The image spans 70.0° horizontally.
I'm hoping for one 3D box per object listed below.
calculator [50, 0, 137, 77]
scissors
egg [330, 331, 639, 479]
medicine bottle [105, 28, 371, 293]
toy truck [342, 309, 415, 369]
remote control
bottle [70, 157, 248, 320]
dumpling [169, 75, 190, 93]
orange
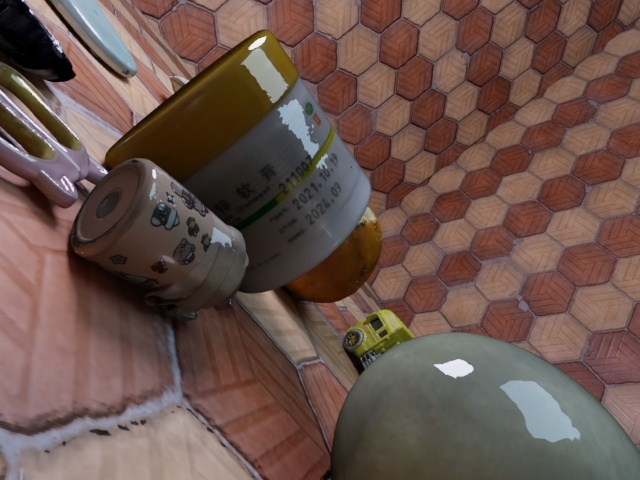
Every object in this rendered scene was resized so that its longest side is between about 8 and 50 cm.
[{"bbox_3d":[-0.445,-0.429,0.849,0.295,0.042,0.184,53,5,2],"label":"calculator"},{"bbox_3d":[-0.299,-0.152,0.344,0.317,0.024,0.160,48,8,-19],"label":"scissors"},{"bbox_3d":[0.157,0.234,0.412,0.352,0.259,0.258,53,4,-23],"label":"egg"},{"bbox_3d":[-0.091,-0.091,0.567,0.231,0.238,0.238,51,5,-25],"label":"medicine bottle"},{"bbox_3d":[0.164,0.256,0.918,0.124,0.157,0.272,49,6,-33],"label":"toy truck"},{"bbox_3d":[-0.295,-0.204,0.400,0.090,0.066,0.266,50,-11,-2],"label":"remote control"},{"bbox_3d":[-0.122,0.009,0.395,0.152,0.099,0.099,46,8,-45],"label":"bottle"},{"bbox_3d":[-0.300,-0.334,1.108,0.167,0.126,0.216,36,10,-6],"label":"dumpling"},{"bbox_3d":[0.000,0.000,0.862,0.240,0.240,0.240,52,5,-6],"label":"orange"}]
